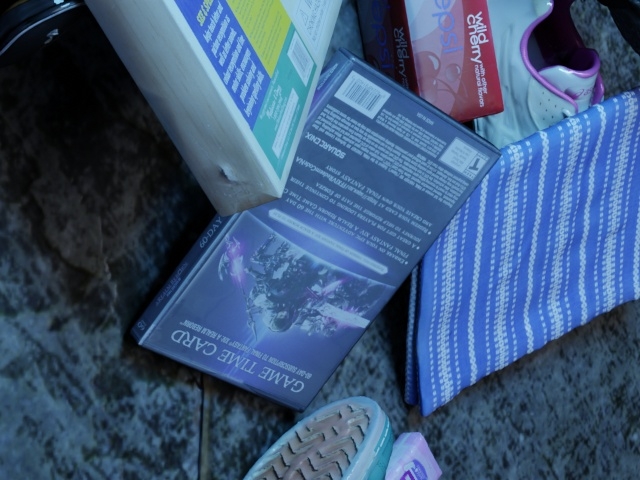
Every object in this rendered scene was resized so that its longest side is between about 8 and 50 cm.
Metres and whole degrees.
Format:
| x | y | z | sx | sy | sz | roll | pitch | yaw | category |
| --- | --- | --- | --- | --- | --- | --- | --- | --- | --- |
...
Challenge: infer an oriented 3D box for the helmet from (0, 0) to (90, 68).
| x | y | z | sx | sy | sz | roll | pitch | yaw | category |
| --- | --- | --- | --- | --- | --- | --- | --- | --- | --- |
| -0.232 | -0.187 | 1.209 | 0.169 | 0.161 | 0.169 | 50 | 29 | -43 | helmet |

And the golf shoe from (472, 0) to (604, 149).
| x | y | z | sx | sy | sz | roll | pitch | yaw | category |
| --- | --- | --- | --- | --- | --- | --- | --- | --- | --- |
| 0.200 | -0.104 | 1.670 | 0.115 | 0.140 | 0.306 | -42 | 120 | -39 | golf shoe |

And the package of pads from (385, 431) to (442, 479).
| x | y | z | sx | sy | sz | roll | pitch | yaw | category |
| --- | --- | --- | --- | --- | --- | --- | --- | --- | --- |
| 0.069 | 0.213 | 1.611 | 0.083 | 0.032 | 0.050 | -48 | 120 | -35 | package of pads |

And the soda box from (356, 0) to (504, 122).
| x | y | z | sx | sy | sz | roll | pitch | yaw | category |
| --- | --- | --- | --- | --- | --- | --- | --- | --- | --- |
| 0.082 | -0.230 | 1.566 | 0.083 | 0.092 | 0.263 | -15 | 101 | -25 | soda box |

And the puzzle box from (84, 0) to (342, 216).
| x | y | z | sx | sy | sz | roll | pitch | yaw | category |
| --- | --- | --- | --- | --- | --- | --- | --- | --- | --- |
| -0.076 | -0.240 | 1.324 | 0.272 | 0.052 | 0.409 | 60 | 26 | -28 | puzzle box |

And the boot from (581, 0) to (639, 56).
| x | y | z | sx | sy | sz | roll | pitch | yaw | category |
| --- | --- | --- | --- | --- | --- | --- | --- | --- | --- |
| 0.245 | -0.316 | 1.621 | 0.260 | 0.131 | 0.348 | 36 | 34 | -27 | boot |

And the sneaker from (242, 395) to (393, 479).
| x | y | z | sx | sy | sz | roll | pitch | yaw | category |
| --- | --- | --- | --- | --- | --- | --- | --- | --- | --- |
| -0.020 | 0.271 | 1.474 | 0.121 | 0.108 | 0.302 | 47 | 66 | -36 | sneaker |

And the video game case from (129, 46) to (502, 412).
| x | y | z | sx | sy | sz | roll | pitch | yaw | category |
| --- | --- | --- | --- | --- | --- | --- | --- | --- | --- |
| 0.000 | 0.000 | 1.439 | 0.196 | 0.026 | 0.274 | 28 | 104 | -44 | video game case |

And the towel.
| x | y | z | sx | sy | sz | roll | pitch | yaw | category |
| --- | --- | --- | --- | --- | --- | --- | --- | --- | --- |
| 0.212 | 0.000 | 1.652 | 0.336 | 0.040 | 0.243 | -25 | 132 | -33 | towel |
